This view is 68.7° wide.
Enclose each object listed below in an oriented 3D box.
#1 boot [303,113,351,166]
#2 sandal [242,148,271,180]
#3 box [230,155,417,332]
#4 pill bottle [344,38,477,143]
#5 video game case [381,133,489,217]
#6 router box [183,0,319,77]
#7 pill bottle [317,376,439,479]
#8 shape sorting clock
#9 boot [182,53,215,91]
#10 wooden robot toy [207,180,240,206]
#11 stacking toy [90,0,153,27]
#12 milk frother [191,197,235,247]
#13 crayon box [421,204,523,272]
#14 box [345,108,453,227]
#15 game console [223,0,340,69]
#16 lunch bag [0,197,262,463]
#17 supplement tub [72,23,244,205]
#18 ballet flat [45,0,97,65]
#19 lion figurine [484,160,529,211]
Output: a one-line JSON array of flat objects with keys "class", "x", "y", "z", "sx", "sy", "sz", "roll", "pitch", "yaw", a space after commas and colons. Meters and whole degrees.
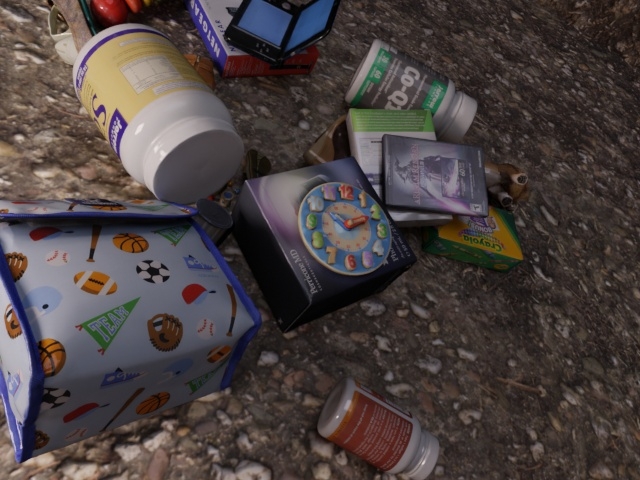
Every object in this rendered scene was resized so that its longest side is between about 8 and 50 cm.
[{"class": "boot", "x": 0.075, "y": -0.217, "z": 1.286, "sx": 0.207, "sy": 0.090, "sz": 0.248, "roll": 44, "pitch": 50, "yaw": -10}, {"class": "sandal", "x": -0.160, "y": -0.159, "z": 1.138, "sx": 0.072, "sy": 0.049, "sz": 0.180, "roll": 33, "pitch": 36, "yaw": -34}, {"class": "box", "x": 0.000, "y": 0.000, "z": 1.039, "sx": 0.294, "sy": 0.183, "sz": 0.296, "roll": -19, "pitch": 70, "yaw": -31}, {"class": "pill bottle", "x": 0.272, "y": -0.431, "z": 1.417, "sx": 0.361, "sy": 0.204, "sz": 0.204, "roll": 25, "pitch": 53, "yaw": -9}, {"class": "video game case", "x": 0.289, "y": -0.163, "z": 1.184, "sx": 0.274, "sy": 0.026, "sz": 0.196, "roll": 5, "pitch": 72, "yaw": -11}, {"class": "router box", "x": -0.208, "y": -0.639, "z": 1.394, "sx": 0.301, "sy": 0.082, "sz": 0.335, "roll": -16, "pitch": 69, "yaw": -32}, {"class": "pill bottle", "x": 0.113, "y": 0.367, "z": 0.902, "sx": 0.216, "sy": 0.121, "sz": 0.121, "roll": 32, "pitch": 52, "yaw": -4}, {"class": "shape sorting clock", "x": 0.053, "y": -0.028, "z": 0.940, "sx": 0.206, "sy": 0.040, "sz": 0.206, "roll": 12, "pitch": 58, "yaw": -19}, {"class": "boot", "x": -0.367, "y": -0.429, "z": 1.200, "sx": 0.197, "sy": 0.073, "sz": 0.152, "roll": 16, "pitch": 55, "yaw": -29}, {"class": "wooden robot toy", "x": -0.230, "y": -0.135, "z": 1.076, "sx": 0.173, "sy": 0.079, "sz": 0.076, "roll": 37, "pitch": 52, "yaw": 0}, {"class": "stacking toy", "x": -0.461, "y": -0.677, "z": 1.236, "sx": 0.141, "sy": 0.141, "sz": 0.330, "roll": 44, "pitch": 78, "yaw": 5}, {"class": "milk frother", "x": -0.264, "y": -0.035, "z": 0.961, "sx": 0.143, "sy": 0.135, "sz": 0.129, "roll": 42, "pitch": 21, "yaw": 0}, {"class": "crayon box", "x": 0.418, "y": -0.026, "z": 1.312, "sx": 0.278, "sy": 0.081, "sz": 0.165, "roll": 14, "pitch": 55, "yaw": -17}, {"class": "box", "x": 0.200, "y": -0.191, "z": 1.218, "sx": 0.232, "sy": 0.058, "sz": 0.322, "roll": -2, "pitch": 74, "yaw": -13}, {"class": "game console", "x": -0.093, "y": -0.632, "z": 1.283, "sx": 0.250, "sy": 0.173, "sz": 0.293, "roll": 22, "pitch": 53, "yaw": -12}, {"class": "lunch bag", "x": -0.332, "y": 0.068, "z": 0.732, "sx": 0.328, "sy": 0.239, "sz": 0.385, "roll": -5, "pitch": 45, "yaw": -44}, {"class": "supplement tub", "x": -0.334, "y": -0.259, "z": 0.979, "sx": 0.241, "sy": 0.241, "sz": 0.331, "roll": -24, "pitch": 65, "yaw": -34}, {"class": "ballet flat", "x": -0.583, "y": -0.484, "z": 1.125, "sx": 0.106, "sy": 0.107, "sz": 0.316, "roll": -24, "pitch": 66, "yaw": -13}, {"class": "lion figurine", "x": 0.456, "y": -0.195, "z": 1.395, "sx": 0.392, "sy": 0.142, "sz": 0.240, "roll": 22, "pitch": 18, "yaw": -3}]
